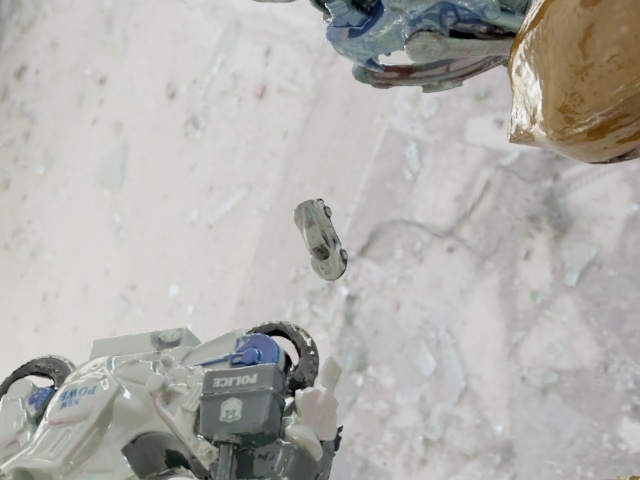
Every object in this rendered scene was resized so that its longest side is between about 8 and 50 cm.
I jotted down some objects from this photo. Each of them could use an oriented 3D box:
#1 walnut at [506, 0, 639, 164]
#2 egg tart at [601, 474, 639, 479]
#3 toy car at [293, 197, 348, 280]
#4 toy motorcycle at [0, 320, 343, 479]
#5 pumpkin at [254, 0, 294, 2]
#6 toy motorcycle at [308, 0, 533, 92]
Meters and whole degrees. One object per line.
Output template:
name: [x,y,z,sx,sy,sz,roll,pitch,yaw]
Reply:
walnut: [0.293,-0.191,1.149,0.297,0.203,0.203,-35,51,24]
egg tart: [0.345,0.266,1.195,0.191,0.191,0.074,-20,71,45]
toy car: [0.000,0.000,1.312,0.041,0.025,0.093,-25,80,30]
toy motorcycle: [-0.095,0.115,0.636,0.221,0.102,0.150,-11,51,21]
pumpkin: [-0.089,-0.439,1.511,0.295,0.295,0.296,-22,59,44]
toy motorcycle: [0.143,-0.295,1.689,0.182,0.319,0.241,-79,-13,-57]
